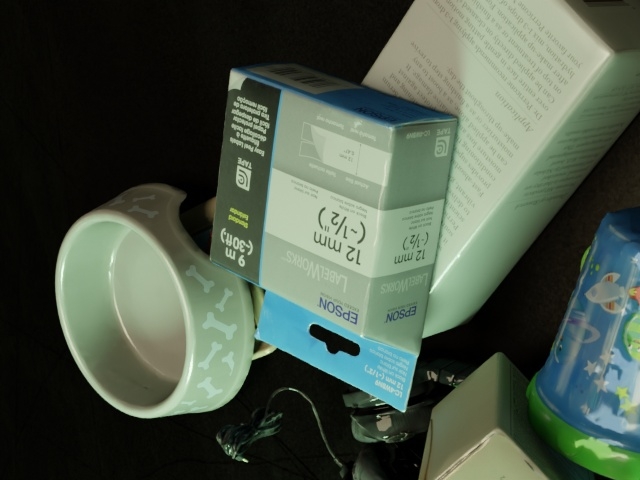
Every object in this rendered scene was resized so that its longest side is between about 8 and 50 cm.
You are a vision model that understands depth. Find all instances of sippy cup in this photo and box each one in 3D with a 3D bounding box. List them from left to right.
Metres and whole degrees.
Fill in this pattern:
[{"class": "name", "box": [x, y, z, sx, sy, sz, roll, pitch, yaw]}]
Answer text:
[{"class": "sippy cup", "box": [0.337, 0.093, 1.331, 0.305, 0.240, 0.224, 26, 117, 39]}]

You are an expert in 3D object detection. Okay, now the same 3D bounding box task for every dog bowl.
[{"class": "dog bowl", "box": [-0.251, 0.096, 1.951, 0.349, 0.102, 0.348, 16, 114, 40]}]

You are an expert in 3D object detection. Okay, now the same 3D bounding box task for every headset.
[{"class": "headset", "box": [0.076, 0.261, 1.662, 0.394, 0.185, 0.243, 10, 105, 31]}]

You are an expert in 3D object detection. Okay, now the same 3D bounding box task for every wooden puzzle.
[{"class": "wooden puzzle", "box": [-0.170, 0.072, 1.963, 0.221, 0.044, 0.238, -23, 81, 45]}]

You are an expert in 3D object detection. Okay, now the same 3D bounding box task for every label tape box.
[{"class": "label tape box", "box": [0.000, 0.000, 1.510, 0.249, 0.115, 0.347, 24, 113, 39]}]

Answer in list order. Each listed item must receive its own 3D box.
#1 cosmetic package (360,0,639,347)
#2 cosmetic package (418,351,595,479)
[{"class": "cosmetic package", "box": [0.167, -0.117, 1.514, 0.230, 0.161, 0.453, 53, 129, 23]}, {"class": "cosmetic package", "box": [0.197, 0.239, 1.408, 0.113, 0.309, 0.160, -42, 90, 11]}]
